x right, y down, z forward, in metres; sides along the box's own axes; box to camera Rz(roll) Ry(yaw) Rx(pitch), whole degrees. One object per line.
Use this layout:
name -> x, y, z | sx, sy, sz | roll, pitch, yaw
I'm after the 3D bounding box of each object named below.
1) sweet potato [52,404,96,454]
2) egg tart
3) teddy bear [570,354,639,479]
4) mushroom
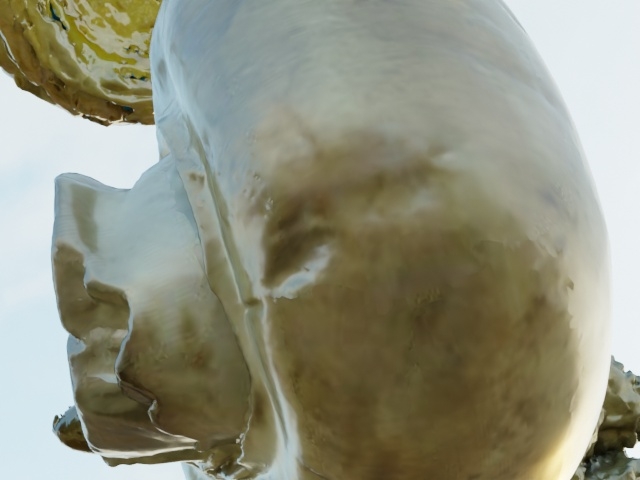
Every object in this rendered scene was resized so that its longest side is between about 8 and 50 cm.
sweet potato -> -0.093, 0.080, 1.077 | 0.053, 0.054, 0.182 | 16, -50, -34
egg tart -> -0.157, -0.226, 1.442 | 0.291, 0.290, 0.107 | 26, -11, -32
teddy bear -> 0.153, 0.233, 1.341 | 0.267, 0.256, 0.156 | -18, 4, -2
mushroom -> 0.000, 0.000, 0.628 | 0.184, 0.255, 0.255 | -6, -38, -2
